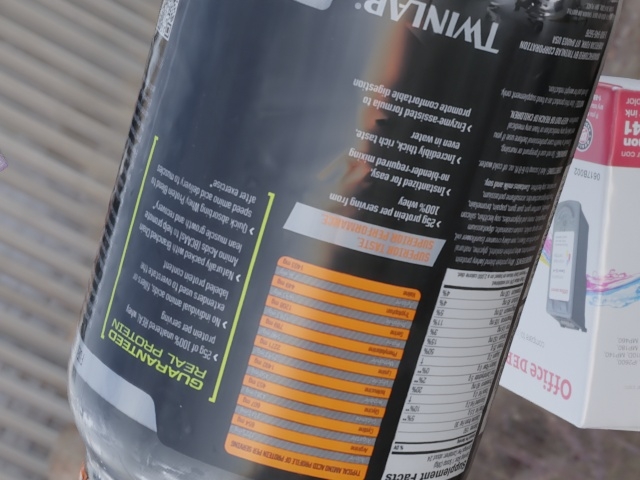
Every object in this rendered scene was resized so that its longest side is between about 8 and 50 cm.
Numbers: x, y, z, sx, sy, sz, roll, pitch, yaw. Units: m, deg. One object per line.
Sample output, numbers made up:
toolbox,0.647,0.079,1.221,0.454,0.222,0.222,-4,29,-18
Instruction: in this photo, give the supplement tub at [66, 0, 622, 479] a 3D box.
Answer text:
supplement tub,0.000,0.000,0.839,0.207,0.207,0.338,-117,43,-71

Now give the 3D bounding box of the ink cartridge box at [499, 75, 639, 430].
ink cartridge box,0.262,0.003,1.616,0.226,0.131,0.306,-155,70,-70

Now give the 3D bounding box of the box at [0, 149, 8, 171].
box,-0.410,-0.172,1.678,0.067,0.324,0.063,-34,45,-4
